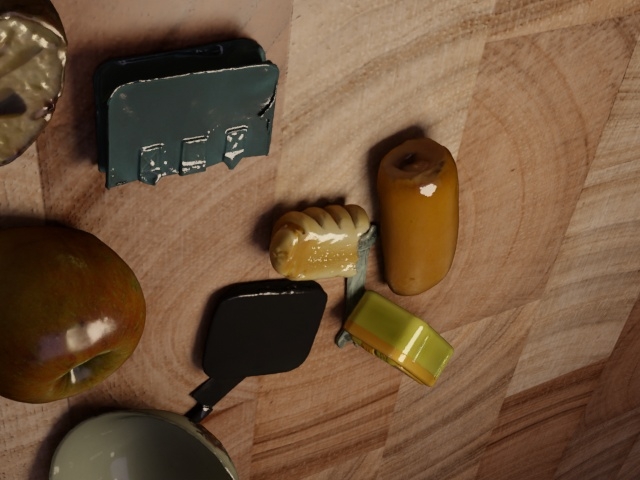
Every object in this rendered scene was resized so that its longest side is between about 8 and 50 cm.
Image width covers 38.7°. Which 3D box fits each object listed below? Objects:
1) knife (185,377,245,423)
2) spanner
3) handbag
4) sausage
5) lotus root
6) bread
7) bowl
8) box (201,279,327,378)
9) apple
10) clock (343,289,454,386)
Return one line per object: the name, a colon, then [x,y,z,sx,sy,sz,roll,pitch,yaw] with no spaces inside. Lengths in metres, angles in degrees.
knife: [-0.183,0.259,1.562,0.230,0.028,0.060,-42,133,2]
spanner: [0.059,0.085,1.574,0.071,0.017,0.302,-18,137,-22]
handbag: [-0.166,-0.153,1.141,0.229,0.062,0.179,-15,139,-25]
sausage: [0.162,-0.014,1.484,0.134,0.116,0.354,-36,146,-18]
lotus root: [-0.372,-0.156,0.974,0.261,0.074,0.170,-45,143,10]
bread: [0.000,0.000,1.392,0.177,0.084,0.119,-4,129,-34]
bowl: [-0.255,0.392,1.487,0.337,0.337,0.157,-58,177,24]
box: [-0.094,0.149,1.501,0.213,0.042,0.201,-4,130,-33]
apple: [-0.346,0.085,1.148,0.237,0.207,0.237,-30,159,-12]
clock: [0.139,0.175,1.599,0.096,0.143,0.202,-59,148,-6]
